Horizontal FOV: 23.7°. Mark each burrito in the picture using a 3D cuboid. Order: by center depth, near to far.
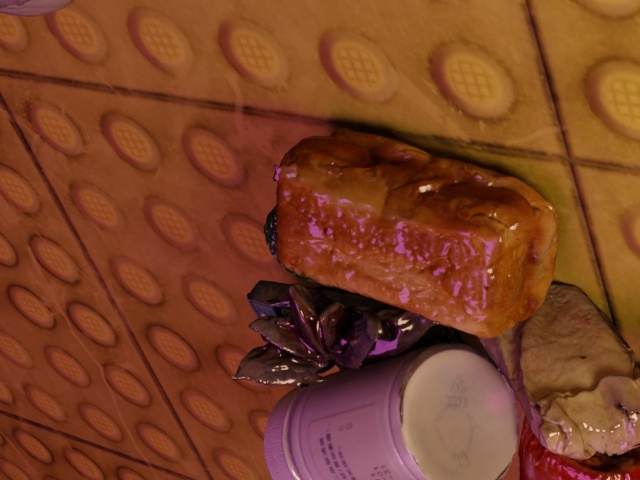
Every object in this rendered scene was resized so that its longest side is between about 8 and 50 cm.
[{"bbox_3d":[0.284,0.138,1.810,0.348,0.175,0.107,-125,32,-55],"label":"burrito"}]

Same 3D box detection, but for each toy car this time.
[{"bbox_3d":[0.055,0.123,2.102,0.320,0.097,0.141,8,143,33],"label":"toy car"}]

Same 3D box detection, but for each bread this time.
[{"bbox_3d":[0.111,-0.018,1.824,0.344,0.149,0.195,20,122,29],"label":"bread"}]

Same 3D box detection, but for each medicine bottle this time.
[{"bbox_3d":[0.083,0.250,1.980,0.190,0.190,0.332,48,146,-14],"label":"medicine bottle"}]

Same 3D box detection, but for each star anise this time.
[{"bbox_3d":[0.017,0.115,1.924,0.282,0.212,0.129,-8,86,31],"label":"star anise"}]

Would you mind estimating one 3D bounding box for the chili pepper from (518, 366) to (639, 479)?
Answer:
[{"bbox_3d":[0.377,0.319,1.902,0.251,0.229,0.305,13,138,28],"label":"chili pepper"}]

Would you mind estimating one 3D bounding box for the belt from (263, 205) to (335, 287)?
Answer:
[{"bbox_3d":[0.000,0.000,1.989,0.151,0.121,0.079,30,147,-7],"label":"belt"}]

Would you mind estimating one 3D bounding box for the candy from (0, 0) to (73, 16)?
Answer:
[{"bbox_3d":[-0.362,-0.405,1.794,0.295,0.185,0.295,23,129,31],"label":"candy"}]
